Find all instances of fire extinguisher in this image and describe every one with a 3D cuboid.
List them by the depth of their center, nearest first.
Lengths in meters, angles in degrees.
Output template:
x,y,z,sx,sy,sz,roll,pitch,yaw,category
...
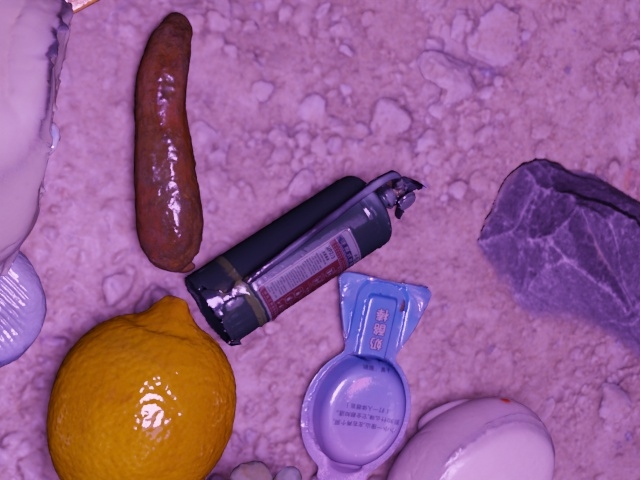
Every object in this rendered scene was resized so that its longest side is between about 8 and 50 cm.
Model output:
x,y,z,sx,sy,sz,roll,pitch,yaw,category
0.000,0.000,1.215,0.294,0.118,0.093,-33,65,-13,fire extinguisher

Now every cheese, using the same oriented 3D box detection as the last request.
x,y,z,sx,sy,sz,roll,pitch,yaw,category
0.049,0.162,1.277,0.135,0.052,0.244,12,92,-23,cheese

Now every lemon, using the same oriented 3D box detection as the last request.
x,y,z,sx,sy,sz,roll,pitch,yaw,category
-0.180,0.173,1.129,0.187,0.187,0.244,19,94,-21,lemon

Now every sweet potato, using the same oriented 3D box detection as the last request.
x,y,z,sx,sy,sz,roll,pitch,yaw,category
-0.161,-0.100,1.163,0.075,0.075,0.273,-3,94,-19,sweet potato

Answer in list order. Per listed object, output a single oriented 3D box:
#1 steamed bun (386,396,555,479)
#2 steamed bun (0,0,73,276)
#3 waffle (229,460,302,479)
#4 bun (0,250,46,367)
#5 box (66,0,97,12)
x,y,z,sx,sy,sz,roll,pitch,yaw,category
0.162,0.278,1.290,0.177,0.131,0.228,43,81,-29,steamed bun
-0.383,-0.113,0.986,0.312,0.233,0.333,15,52,-9,steamed bun
-0.100,0.367,1.186,0.292,0.056,0.309,-34,134,-6,waffle
-0.342,0.059,1.112,0.141,0.083,0.140,-2,101,-10,bun
-0.198,-0.340,1.118,0.237,0.070,0.152,-31,106,-11,box
